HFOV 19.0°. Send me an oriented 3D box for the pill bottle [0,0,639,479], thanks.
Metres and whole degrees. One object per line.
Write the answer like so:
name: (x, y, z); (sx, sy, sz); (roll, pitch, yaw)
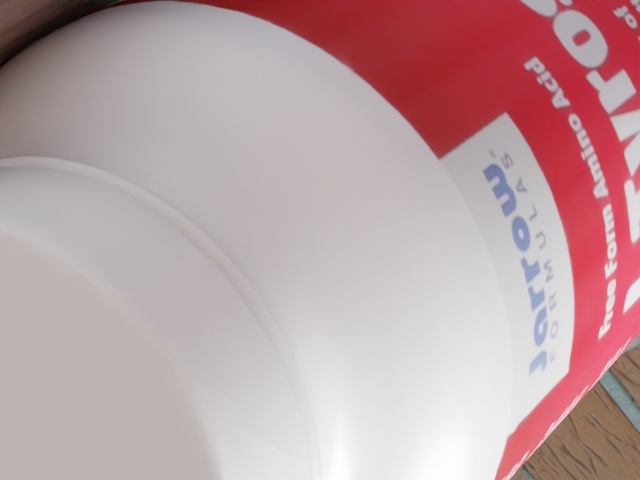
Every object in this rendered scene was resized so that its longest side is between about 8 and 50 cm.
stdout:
pill bottle: (0.000, 0.000, 0.727); (0.229, 0.229, 0.408); (-39, 179, 37)
